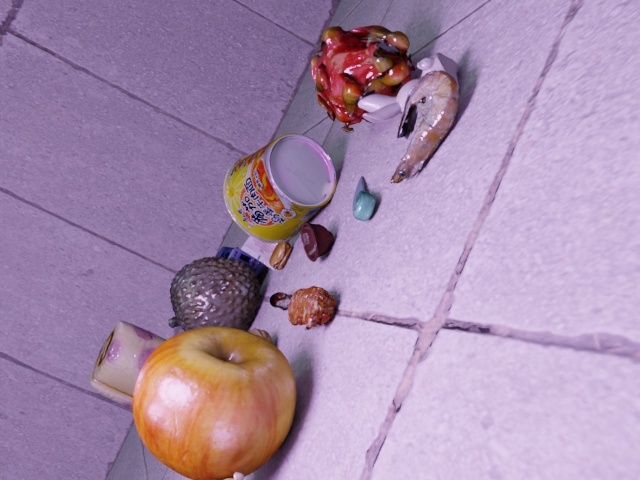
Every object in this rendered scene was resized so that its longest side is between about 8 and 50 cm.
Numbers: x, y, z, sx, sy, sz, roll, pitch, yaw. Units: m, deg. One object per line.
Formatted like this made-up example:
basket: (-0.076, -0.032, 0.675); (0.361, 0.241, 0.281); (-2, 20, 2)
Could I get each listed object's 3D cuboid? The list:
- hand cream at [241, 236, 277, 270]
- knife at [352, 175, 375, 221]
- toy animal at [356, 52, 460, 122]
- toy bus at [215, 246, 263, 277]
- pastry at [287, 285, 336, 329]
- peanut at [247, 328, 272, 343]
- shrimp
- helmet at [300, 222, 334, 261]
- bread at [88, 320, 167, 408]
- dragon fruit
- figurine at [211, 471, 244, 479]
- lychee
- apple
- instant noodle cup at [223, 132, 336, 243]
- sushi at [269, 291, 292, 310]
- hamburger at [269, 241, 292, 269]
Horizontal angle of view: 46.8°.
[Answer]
hand cream: (-0.118, -0.047, 2.118); (0.247, 0.133, 0.083); (-58, -30, 4)
knife: (0.085, -0.087, 1.560); (0.260, 0.035, 0.063); (-91, 23, -76)
toy animal: (0.172, -0.281, 1.401); (0.182, 0.127, 0.131); (-40, 30, 33)
toy bus: (-0.258, 0.085, 2.293); (0.125, 0.133, 0.292); (-65, 13, -6)
pastry: (-0.012, 0.131, 1.431); (0.169, 0.063, 0.087); (3, 75, 70)
peanut: (-0.159, 0.247, 1.700); (0.194, 0.083, 0.093); (177, 106, -74)
shrimp: (0.173, -0.200, 1.313); (0.223, 0.048, 0.126); (-61, 42, 30)
helmet: (0.000, 0.000, 1.641); (0.111, 0.057, 0.089); (-165, 67, -71)
bread: (-0.396, 0.348, 1.864); (0.187, 0.338, 0.155); (-50, 19, 35)
dragon fruit: (0.107, -0.382, 1.694); (0.227, 0.243, 0.307); (-44, 48, -14)
figurine: (-0.135, 0.448, 1.155); (0.235, 0.127, 0.155); (-47, 10, 35)
lychee: (-0.296, 0.167, 2.043); (0.274, 0.255, 0.255); (-31, 7, -13)
apple: (-0.183, 0.285, 1.299); (0.286, 0.286, 0.233); (-96, 18, -67)
instant noodle cup: (-0.097, -0.144, 1.908); (0.200, 0.264, 0.264); (-32, 33, 54)
sushi: (-0.093, 0.137, 1.747); (0.044, 0.046, 0.083); (-67, 13, -20)
hamburger: (-0.109, 0.039, 2.012); (0.083, 0.044, 0.076); (-61, 14, -3)
